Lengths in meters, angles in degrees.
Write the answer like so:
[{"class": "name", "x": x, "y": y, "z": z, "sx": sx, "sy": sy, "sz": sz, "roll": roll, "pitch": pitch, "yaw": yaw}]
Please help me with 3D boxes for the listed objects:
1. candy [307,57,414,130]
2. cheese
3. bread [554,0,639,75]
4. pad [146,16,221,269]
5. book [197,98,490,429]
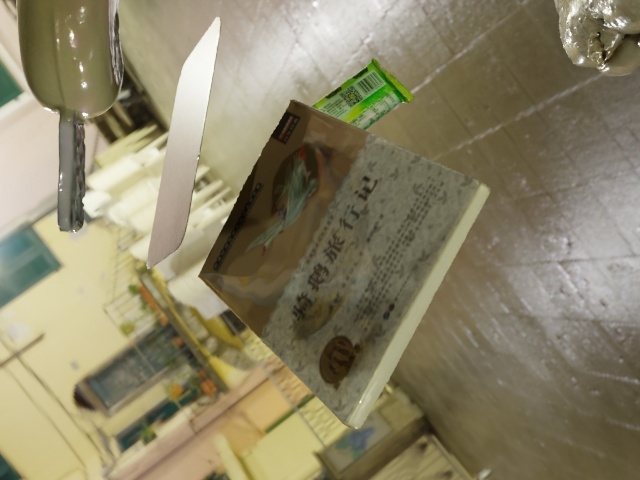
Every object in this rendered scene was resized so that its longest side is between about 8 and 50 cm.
[{"class": "candy", "x": 0.065, "y": -0.231, "z": 1.440, "sx": 0.102, "sy": 0.178, "sz": 0.032, "roll": 50, "pitch": 159, "yaw": 3}, {"class": "cheese", "x": -0.215, "y": -0.150, "z": 0.738, "sx": 0.163, "sy": 0.082, "sz": 0.286, "roll": -145, "pitch": 58, "yaw": -85}, {"class": "bread", "x": 0.287, "y": -0.268, "z": 0.807, "sx": 0.337, "sy": 0.102, "sz": 0.183, "roll": -79, "pitch": 7, "yaw": -49}, {"class": "pad", "x": -0.154, "y": -0.106, "z": 0.948, "sx": 0.002, "sy": 0.266, "sz": 0.176, "roll": 13, "pitch": 163, "yaw": -22}, {"class": "book", "x": 0.000, "y": 0.000, "z": 0.771, "sx": 0.021, "sy": 0.217, "sz": 0.310, "roll": 24, "pitch": -174, "yaw": -36}]
